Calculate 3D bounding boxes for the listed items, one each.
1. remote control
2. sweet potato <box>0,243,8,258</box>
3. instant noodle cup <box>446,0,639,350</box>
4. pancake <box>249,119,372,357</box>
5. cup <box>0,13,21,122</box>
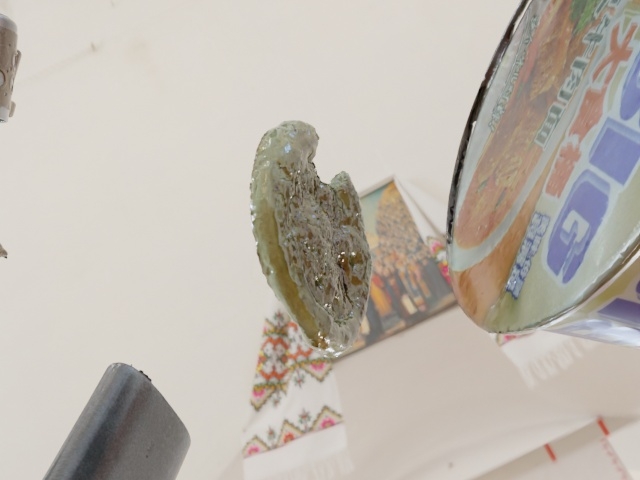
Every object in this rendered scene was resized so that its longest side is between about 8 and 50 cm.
[{"bbox_3d":[-0.178,0.249,0.481,0.044,0.377,0.107,-7,-52,23],"label":"remote control"},{"bbox_3d":[-0.554,0.011,1.154,0.075,0.074,0.269,-44,-11,20],"label":"sweet potato"},{"bbox_3d":[0.230,-0.050,0.451,0.214,0.296,0.296,20,-56,-10],"label":"instant noodle cup"},{"bbox_3d":[0.000,0.000,0.832,0.037,0.253,0.253,-12,-39,23],"label":"pancake"},{"bbox_3d":[-0.322,-0.167,0.768,0.102,0.074,0.099,8,-90,-56],"label":"cup"}]
